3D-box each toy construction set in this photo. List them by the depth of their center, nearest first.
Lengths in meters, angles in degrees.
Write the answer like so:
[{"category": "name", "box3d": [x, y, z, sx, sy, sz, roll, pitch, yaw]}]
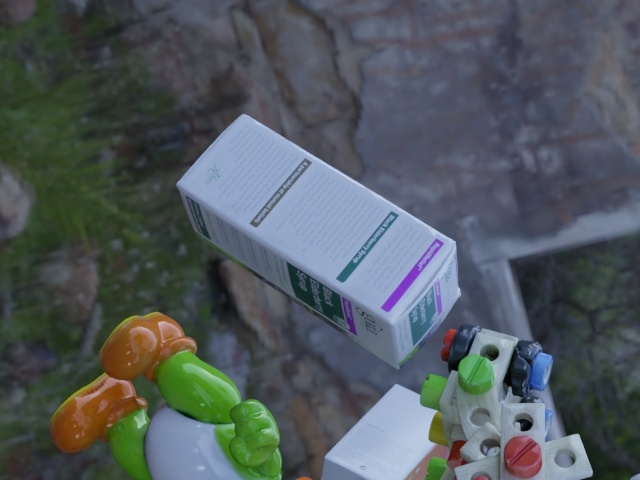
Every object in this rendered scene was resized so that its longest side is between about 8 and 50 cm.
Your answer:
[{"category": "toy construction set", "box3d": [0.137, 0.204, 1.265, 0.328, 0.151, 0.215, 101, 13, -61]}]

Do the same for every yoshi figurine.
[{"category": "yoshi figurine", "box3d": [-0.094, 0.248, 1.376, 0.362, 0.203, 0.203, 42, -17, 11]}]

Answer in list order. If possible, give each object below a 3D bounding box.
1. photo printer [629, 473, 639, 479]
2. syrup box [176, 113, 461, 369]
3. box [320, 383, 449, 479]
[{"category": "photo printer", "box3d": [0.497, 0.383, 1.699, 0.307, 0.107, 0.256, 39, -8, -21]}, {"category": "syrup box", "box3d": [0.000, 0.000, 1.271, 0.237, 0.096, 0.093, 33, -19, 22]}, {"category": "box", "box3d": [0.076, 0.273, 1.718, 0.170, 0.091, 0.130, -39, 146, -47]}]
